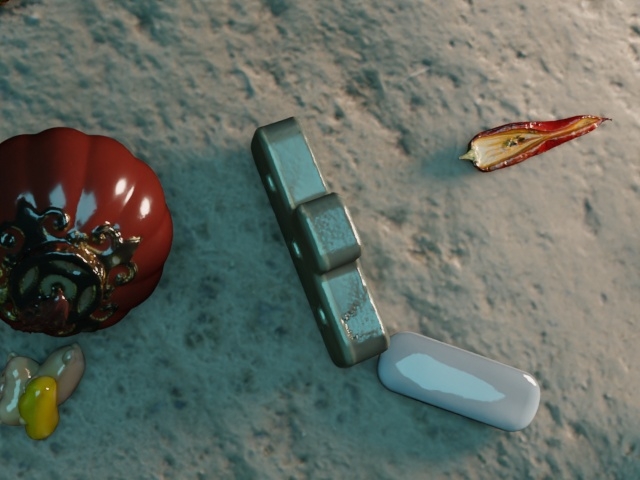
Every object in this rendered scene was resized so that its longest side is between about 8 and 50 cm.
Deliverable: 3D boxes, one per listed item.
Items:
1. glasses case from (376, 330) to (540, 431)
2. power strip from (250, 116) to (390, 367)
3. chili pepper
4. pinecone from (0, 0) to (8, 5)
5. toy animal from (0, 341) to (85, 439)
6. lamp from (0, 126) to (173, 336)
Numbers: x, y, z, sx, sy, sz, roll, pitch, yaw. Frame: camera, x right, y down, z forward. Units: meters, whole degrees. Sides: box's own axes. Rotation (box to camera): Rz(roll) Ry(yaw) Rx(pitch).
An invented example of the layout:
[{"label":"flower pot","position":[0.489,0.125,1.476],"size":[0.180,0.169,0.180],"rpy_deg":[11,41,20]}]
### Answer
[{"label":"glasses case","position":[0.147,0.151,1.860],"size":[0.178,0.045,0.067],"rpy_deg":[19,84,-3]},{"label":"power strip","position":[-0.001,0.000,1.789],"size":[0.059,0.193,0.265],"rpy_deg":[-21,86,-8]},{"label":"chili pepper","position":[0.232,-0.113,1.898],"size":[0.178,0.027,0.045],"rpy_deg":[-18,91,-5]},{"label":"pinecone","position":[-0.352,-0.342,1.814],"size":[0.179,0.150,0.195],"rpy_deg":[-8,86,-5]},{"label":"toy animal","position":[-0.301,0.146,1.811],"size":[0.082,0.091,0.114],"rpy_deg":[27,85,13]},{"label":"lamp","position":[-0.261,-0.004,1.760],"size":[0.227,0.227,0.227],"rpy_deg":[0,85,-4]}]
